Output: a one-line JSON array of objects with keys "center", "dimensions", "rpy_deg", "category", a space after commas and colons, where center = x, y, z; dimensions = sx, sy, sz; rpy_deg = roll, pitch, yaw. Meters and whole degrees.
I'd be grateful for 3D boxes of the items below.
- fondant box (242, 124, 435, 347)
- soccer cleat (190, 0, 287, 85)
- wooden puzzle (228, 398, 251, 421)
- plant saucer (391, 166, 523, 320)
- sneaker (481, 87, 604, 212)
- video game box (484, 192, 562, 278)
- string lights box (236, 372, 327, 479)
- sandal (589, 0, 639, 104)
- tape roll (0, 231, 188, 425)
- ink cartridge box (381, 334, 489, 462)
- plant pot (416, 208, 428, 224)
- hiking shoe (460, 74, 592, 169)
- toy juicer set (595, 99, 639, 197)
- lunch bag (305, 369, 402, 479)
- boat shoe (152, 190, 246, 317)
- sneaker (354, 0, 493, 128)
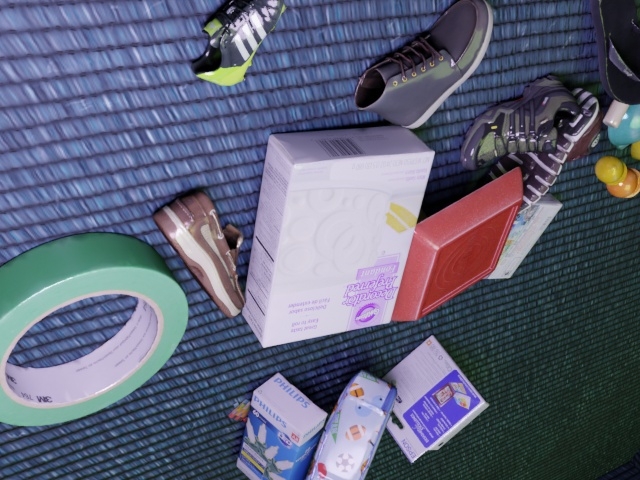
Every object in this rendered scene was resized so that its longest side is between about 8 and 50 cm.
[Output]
[{"center": [0.022, -0.007, 1.365], "dimensions": [0.238, 0.096, 0.330], "rpy_deg": [-8, 128, -27], "category": "fondant box"}, {"center": [-0.095, -0.260, 1.055], "dimensions": [0.072, 0.060, 0.179], "rpy_deg": [0, 134, -41], "category": "soccer cleat"}, {"center": [-0.151, 0.336, 1.752], "dimensions": [0.049, 0.006, 0.083], "rpy_deg": [-43, 146, 7], "category": "wooden puzzle"}, {"center": [0.242, 0.021, 1.536], "dimensions": [0.259, 0.047, 0.258], "rpy_deg": [-28, 148, -27], "category": "plant saucer"}, {"center": [0.428, -0.144, 1.639], "dimensions": [0.281, 0.106, 0.163], "rpy_deg": [-49, 151, 21], "category": "sneaker"}, {"center": [0.368, -0.007, 1.790], "dimensions": [0.187, 0.048, 0.205], "rpy_deg": [-2, 132, -44], "category": "video game box"}, {"center": [-0.081, 0.399, 1.766], "dimensions": [0.077, 0.133, 0.259], "rpy_deg": [-33, 150, -39], "category": "string lights box"}, {"center": [0.507, -0.320, 1.471], "dimensions": [0.097, 0.054, 0.254], "rpy_deg": [-40, 128, -7], "category": "sandal"}, {"center": [-0.349, 0.132, 1.267], "dimensions": [0.321, 0.077, 0.321], "rpy_deg": [-24, 143, -20], "category": "tape roll"}, {"center": [0.228, 0.347, 1.937], "dimensions": [0.208, 0.206, 0.045], "rpy_deg": [-41, 143, 5], "category": "ink cartridge box"}, {"center": [0.157, 0.017, 1.580], "dimensions": [0.134, 0.095, 0.134], "rpy_deg": [-25, 145, -19], "category": "plant pot"}, {"center": [0.343, -0.184, 1.498], "dimensions": [0.227, 0.114, 0.086], "rpy_deg": [-37, 146, -2], "category": "hiking shoe"}, {"center": [0.567, -0.216, 1.669], "dimensions": [0.209, 0.089, 0.329], "rpy_deg": [-49, 140, -15], "category": "toy juicer set"}, {"center": [0.067, 0.410, 1.821], "dimensions": [0.303, 0.115, 0.243], "rpy_deg": [-63, 170, -11], "category": "lunch bag"}, {"center": [-0.149, 0.023, 1.310], "dimensions": [0.095, 0.095, 0.257], "rpy_deg": [-39, 146, -10], "category": "boat shoe"}, {"center": [0.148, -0.257, 1.261], "dimensions": [0.118, 0.083, 0.222], "rpy_deg": [6, 128, -45], "category": "sneaker"}]
